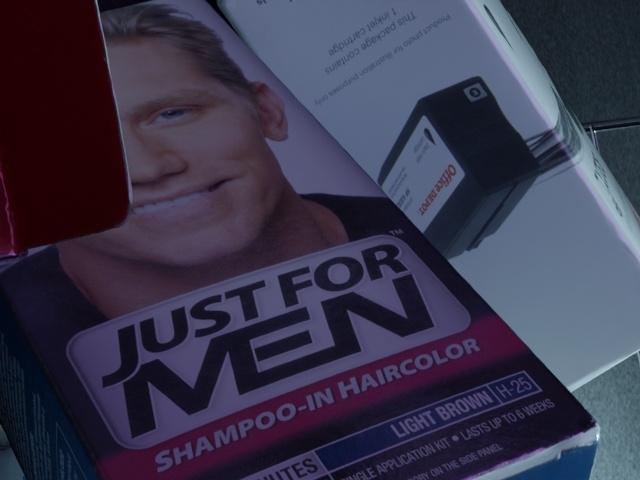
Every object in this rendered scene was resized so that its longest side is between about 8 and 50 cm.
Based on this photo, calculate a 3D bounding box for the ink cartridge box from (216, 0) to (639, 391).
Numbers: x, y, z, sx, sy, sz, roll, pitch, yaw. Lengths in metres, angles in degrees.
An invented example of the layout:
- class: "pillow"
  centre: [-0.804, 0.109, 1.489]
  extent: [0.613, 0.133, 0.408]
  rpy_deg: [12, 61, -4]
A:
- class: "ink cartridge box"
  centre: [0.090, -0.070, 0.856]
  extent: [0.307, 0.129, 0.223]
  rpy_deg: [55, 14, -8]

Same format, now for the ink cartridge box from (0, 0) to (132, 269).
- class: "ink cartridge box"
  centre: [-0.227, -0.123, 0.496]
  extent: [0.130, 0.272, 0.309]
  rpy_deg: [-13, 90, -50]

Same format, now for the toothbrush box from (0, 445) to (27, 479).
- class: "toothbrush box"
  centre: [-0.111, 0.251, 0.656]
  extent: [0.206, 0.122, 0.283]
  rpy_deg: [15, 68, -47]

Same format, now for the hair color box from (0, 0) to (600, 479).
- class: "hair color box"
  centre: [-0.058, 0.028, 0.581]
  extent: [0.174, 0.347, 0.105]
  rpy_deg: [-18, 134, -24]
